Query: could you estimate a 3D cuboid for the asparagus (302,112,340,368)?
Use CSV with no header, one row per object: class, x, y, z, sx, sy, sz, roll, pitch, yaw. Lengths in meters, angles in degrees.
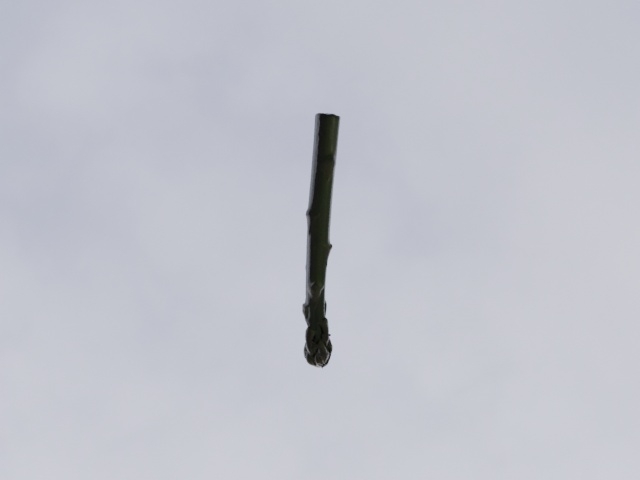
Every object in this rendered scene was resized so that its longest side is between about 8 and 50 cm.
asparagus,0.000,0.000,0.618,0.015,0.018,0.127,4,-92,-43
